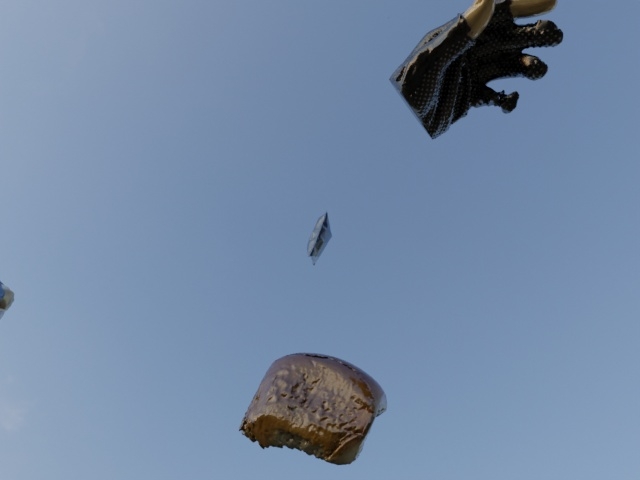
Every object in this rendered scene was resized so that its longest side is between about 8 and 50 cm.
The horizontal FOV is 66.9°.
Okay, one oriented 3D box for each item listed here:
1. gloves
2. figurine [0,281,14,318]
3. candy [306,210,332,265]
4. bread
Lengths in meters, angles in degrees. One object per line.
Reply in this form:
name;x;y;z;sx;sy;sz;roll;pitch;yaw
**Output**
gloves;0.174;-0.208;0.545;0.180;0.106;0.129;-36;-63;15
figurine;-0.198;0.033;0.230;0.086;0.149;0.087;-28;-77;-14
candy;0.000;-0.001;0.911;0.038;0.136;0.088;17;-98;6
bread;-0.004;0.151;0.466;0.129;0.126;0.044;12;-63;17
